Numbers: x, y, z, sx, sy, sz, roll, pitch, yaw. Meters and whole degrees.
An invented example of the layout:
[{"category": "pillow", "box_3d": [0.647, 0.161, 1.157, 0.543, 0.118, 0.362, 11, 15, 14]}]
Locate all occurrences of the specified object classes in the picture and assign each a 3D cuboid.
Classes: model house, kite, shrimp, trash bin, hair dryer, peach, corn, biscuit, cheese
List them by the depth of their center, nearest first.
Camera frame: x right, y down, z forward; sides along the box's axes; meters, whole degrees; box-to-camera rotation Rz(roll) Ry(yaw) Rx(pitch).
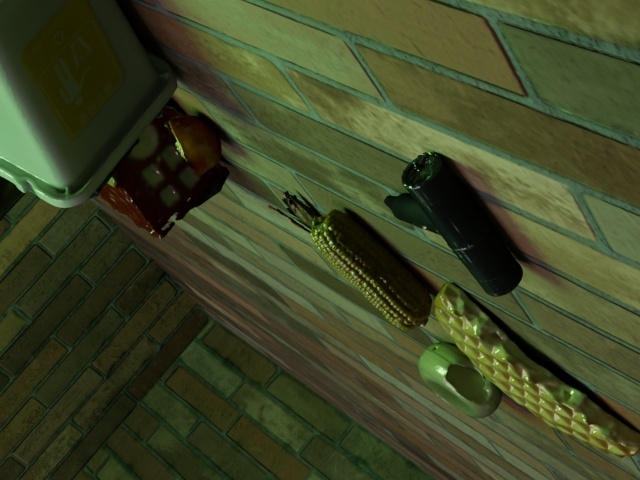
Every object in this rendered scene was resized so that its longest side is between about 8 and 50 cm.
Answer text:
[{"category": "hair dryer", "box_3d": [0.101, -0.038, 1.228, 0.195, 0.050, 0.173, 32, 164, 53]}, {"category": "trash bin", "box_3d": [-0.378, -0.247, 1.480, 0.296, 0.256, 0.367, 29, 160, 21]}, {"category": "biscuit", "box_3d": [0.261, 0.176, 1.547, 0.309, 0.040, 0.204, 39, 170, 7]}, {"category": "corn", "box_3d": [0.069, 0.039, 1.582, 0.207, 0.068, 0.068, 46, 169, -14]}, {"category": "peach", "box_3d": [-0.175, -0.141, 1.717, 0.098, 0.061, 0.098, 62, 179, 2]}, {"category": "shrimp", "box_3d": [-0.030, -0.040, 1.724, 0.114, 0.023, 0.083, 41, 174, -37]}, {"category": "kite", "box_3d": [0.000, 0.000, 1.756, 0.189, 0.009, 0.232, 34, 180, -14]}, {"category": "model house", "box_3d": [-0.294, -0.152, 1.825, 0.196, 0.160, 0.254, 30, 164, 48]}, {"category": "cheese", "box_3d": [0.203, 0.215, 1.854, 0.137, 0.064, 0.227, 42, 171, 1]}]

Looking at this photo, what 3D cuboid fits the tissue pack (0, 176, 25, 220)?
[{"category": "tissue pack", "box_3d": [-0.530, -0.181, 1.954, 0.210, 0.370, 0.198, 45, 168, -25]}]
